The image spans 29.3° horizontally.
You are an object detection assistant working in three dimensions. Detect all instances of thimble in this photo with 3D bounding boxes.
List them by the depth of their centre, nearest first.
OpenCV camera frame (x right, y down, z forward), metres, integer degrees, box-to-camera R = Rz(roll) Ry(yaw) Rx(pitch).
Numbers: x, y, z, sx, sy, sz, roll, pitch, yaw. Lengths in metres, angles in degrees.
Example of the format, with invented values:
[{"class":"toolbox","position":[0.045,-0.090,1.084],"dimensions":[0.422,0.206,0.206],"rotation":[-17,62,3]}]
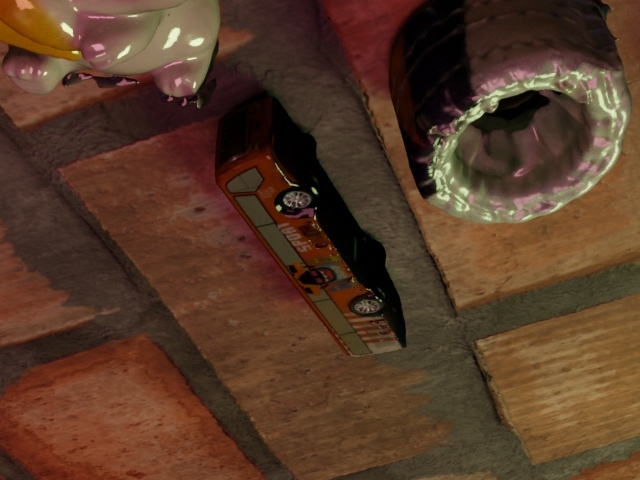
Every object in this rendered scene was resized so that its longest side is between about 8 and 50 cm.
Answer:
[{"class":"thimble","position":[0.188,-0.137,1.193],"dimensions":[0.237,0.150,0.237],"rotation":[-6,140,-5]}]

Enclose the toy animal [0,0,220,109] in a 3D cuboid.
[{"class":"toy animal","position":[-0.152,-0.233,0.918],"dimensions":[0.183,0.247,0.310],"rotation":[30,154,9]}]

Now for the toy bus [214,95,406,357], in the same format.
[{"class":"toy bus","position":[0.000,0.000,1.371],"dimensions":[0.092,0.093,0.409],"rotation":[-14,141,17]}]
